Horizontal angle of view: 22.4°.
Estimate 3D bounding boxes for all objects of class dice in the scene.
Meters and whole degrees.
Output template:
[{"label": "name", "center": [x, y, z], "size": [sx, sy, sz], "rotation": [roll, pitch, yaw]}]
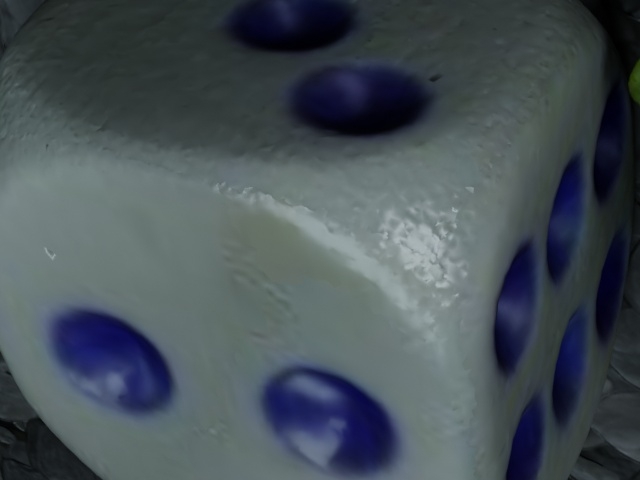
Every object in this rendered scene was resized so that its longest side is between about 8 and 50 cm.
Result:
[{"label": "dice", "center": [0.000, 0.000, 0.924], "size": [0.304, 0.277, 0.304], "rotation": [12, 132, 23]}]

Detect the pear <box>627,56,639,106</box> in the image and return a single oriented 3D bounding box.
[{"label": "pear", "center": [0.324, -0.046, 0.720], "size": [0.176, 0.286, 0.282], "rotation": [11, 133, -40]}]
